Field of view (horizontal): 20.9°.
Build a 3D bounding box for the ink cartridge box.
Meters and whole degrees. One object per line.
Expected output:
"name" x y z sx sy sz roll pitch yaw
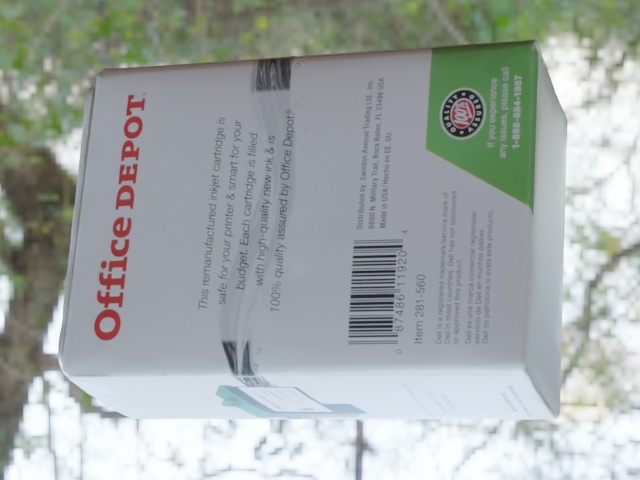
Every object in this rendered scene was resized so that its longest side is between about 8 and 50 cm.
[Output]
"ink cartridge box" 0.000 0.000 0.823 0.219 0.160 0.092 -1 160 17
